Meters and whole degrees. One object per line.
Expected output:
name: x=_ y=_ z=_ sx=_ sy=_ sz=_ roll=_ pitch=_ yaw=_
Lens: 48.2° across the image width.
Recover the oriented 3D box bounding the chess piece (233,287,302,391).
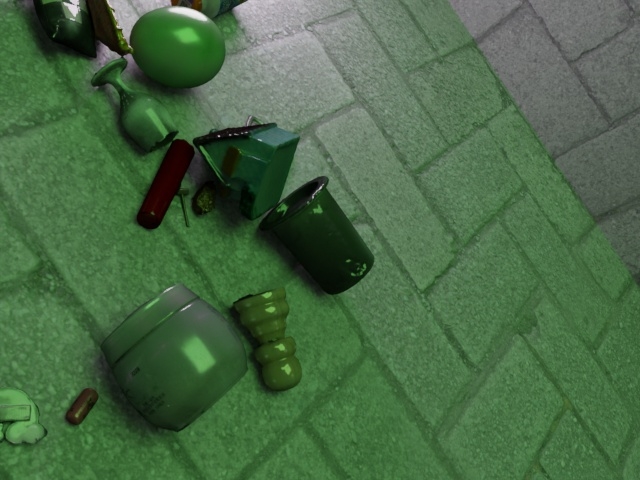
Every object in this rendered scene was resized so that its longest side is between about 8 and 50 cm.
chess piece: x=-0.127 y=0.262 z=1.854 sx=0.142 sy=0.142 sz=0.261 roll=-10 pitch=81 yaw=-43

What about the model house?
model house: x=-0.231 y=-0.219 z=1.968 sx=0.248 sy=0.230 sz=0.280 roll=21 pitch=18 yaw=9

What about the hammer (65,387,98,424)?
hammer: x=-0.508 y=0.354 z=1.525 sx=0.043 sy=0.043 sz=0.083 roll=42 pitch=44 yaw=-15

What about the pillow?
pillow: x=-0.673 y=-0.601 z=1.854 sx=0.186 sy=0.106 sz=0.250 roll=9 pitch=59 yaw=-70

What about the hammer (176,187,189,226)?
hammer: x=-0.363 y=-0.089 z=1.912 sx=0.035 sy=0.019 sz=0.110 roll=-1 pitch=70 yaw=-41

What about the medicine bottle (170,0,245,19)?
medicine bottle: x=-0.338 y=-0.777 z=2.215 sx=0.157 sy=0.157 sz=0.289 roll=50 pitch=45 yaw=-8

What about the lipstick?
lipstick: x=-0.403 y=-0.150 z=1.874 sx=0.073 sy=0.073 sz=0.280 roll=34 pitch=49 yaw=-22

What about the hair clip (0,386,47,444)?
hair clip: x=-0.631 y=0.347 z=1.418 sx=0.172 sy=0.049 sz=0.116 roll=10 pitch=65 yaw=-40

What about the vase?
vase: x=0.000 y=0.000 z=2.049 sx=0.291 sy=0.245 sz=0.245 roll=54 pitch=44 yaw=-16

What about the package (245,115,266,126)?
package: x=-0.167 y=-0.283 z=2.183 sx=0.173 sy=0.027 sz=0.171 roll=35 pitch=45 yaw=-21

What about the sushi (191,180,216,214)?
sushi: x=-0.312 y=-0.114 z=1.939 sx=0.061 sy=0.060 sz=0.118 roll=21 pitch=56 yaw=-37

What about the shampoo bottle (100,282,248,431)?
shampoo bottle: x=-0.319 y=0.256 z=1.577 sx=0.266 sy=0.273 sz=0.273 roll=48 pitch=44 yaw=2

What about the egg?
egg: x=-0.395 y=-0.535 z=1.986 sx=0.269 sy=0.220 sz=0.220 roll=-6 pitch=71 yaw=-37

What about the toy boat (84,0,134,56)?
toy boat: x=-0.575 y=-0.608 z=1.926 sx=0.099 sy=0.141 sz=0.318 roll=-10 pitch=55 yaw=-17

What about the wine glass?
wine glass: x=-0.484 y=-0.350 z=1.876 sx=0.241 sy=0.126 sz=0.126 roll=52 pitch=44 yaw=-1
